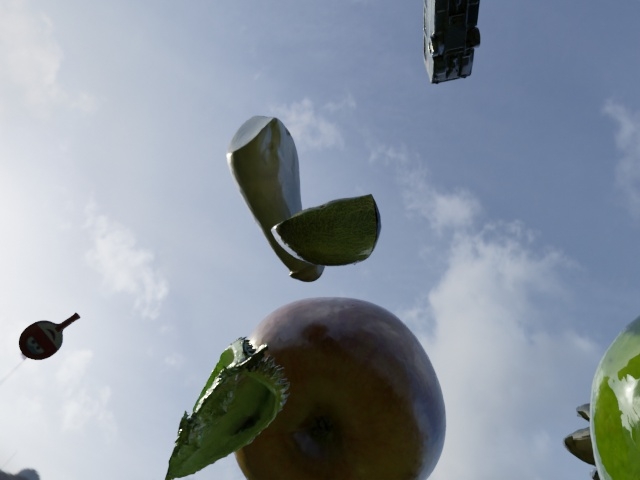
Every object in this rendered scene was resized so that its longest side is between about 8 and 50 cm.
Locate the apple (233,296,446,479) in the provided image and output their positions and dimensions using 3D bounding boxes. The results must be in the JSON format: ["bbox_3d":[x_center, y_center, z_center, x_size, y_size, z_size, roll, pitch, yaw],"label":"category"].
[{"bbox_3d":[0.026,0.305,0.815,0.400,0.333,0.400,2,-76,7],"label":"apple"}]

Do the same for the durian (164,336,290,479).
[{"bbox_3d":[-0.087,0.159,0.445,0.086,0.100,0.215,37,-67,11],"label":"durian"}]

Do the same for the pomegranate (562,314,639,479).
[{"bbox_3d":[0.324,0.189,0.364,0.216,0.310,0.358,-5,-16,-14],"label":"pomegranate"}]

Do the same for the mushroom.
[{"bbox_3d":[-0.064,-0.057,0.700,0.103,0.118,0.270,-29,-59,-15],"label":"mushroom"}]

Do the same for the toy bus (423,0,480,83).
[{"bbox_3d":[0.116,-0.222,0.403,0.047,0.065,0.166,-10,-34,5],"label":"toy bus"}]

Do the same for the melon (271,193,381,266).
[{"bbox_3d":[0.000,0.000,0.595,0.160,0.128,0.079,-22,-102,60],"label":"melon"}]

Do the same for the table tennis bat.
[{"bbox_3d":[-0.694,0.240,1.163,0.019,0.154,0.098,-11,-67,43],"label":"table tennis bat"}]
